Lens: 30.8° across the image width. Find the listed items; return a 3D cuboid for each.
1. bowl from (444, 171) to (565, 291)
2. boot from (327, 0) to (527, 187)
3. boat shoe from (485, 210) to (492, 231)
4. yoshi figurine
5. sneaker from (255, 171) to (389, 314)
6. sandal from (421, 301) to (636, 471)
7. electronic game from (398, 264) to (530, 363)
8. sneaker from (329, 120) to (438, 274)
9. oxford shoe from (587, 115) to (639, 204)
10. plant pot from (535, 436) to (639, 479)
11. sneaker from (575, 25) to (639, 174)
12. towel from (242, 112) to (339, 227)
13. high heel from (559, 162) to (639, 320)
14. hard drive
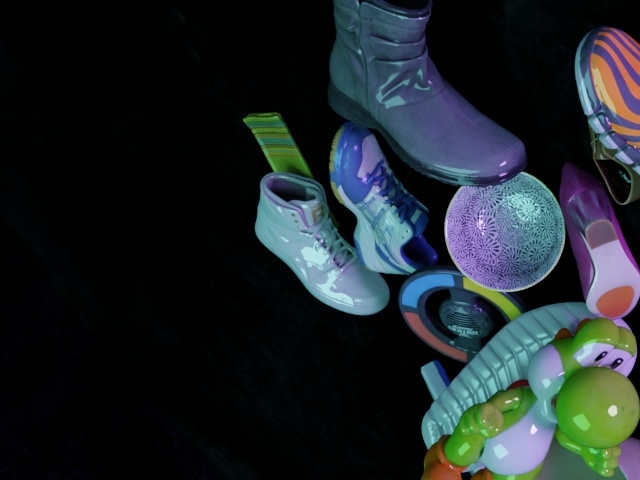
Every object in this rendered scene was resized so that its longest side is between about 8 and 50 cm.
[{"bbox_3d":[0.265,-0.018,1.613,0.170,0.080,0.170,4,98,26],"label":"bowl"},{"bbox_3d":[0.132,-0.223,1.556,0.338,0.118,0.223,29,141,27],"label":"boot"},{"bbox_3d":[0.262,-0.007,1.702,0.038,0.046,0.125,0,133,50],"label":"boat shoe"},{"bbox_3d":[0.306,0.267,1.605,0.203,0.203,0.362,49,120,20],"label":"yoshi figurine"},{"bbox_3d":[0.000,0.000,2.005,0.292,0.108,0.169,36,151,19],"label":"sneaker"},{"bbox_3d":[0.314,0.214,1.783,0.416,0.102,0.169,-38,74,37],"label":"sandal"},{"bbox_3d":[0.232,0.122,1.842,0.229,0.048,0.229,18,143,15],"label":"electronic game"},{"bbox_3d":[0.109,-0.064,1.814,0.131,0.112,0.296,12,143,33],"label":"sneaker"},{"bbox_3d":[0.348,-0.138,1.377,0.076,0.076,0.212,7,129,55],"label":"oxford shoe"},{"bbox_3d":[0.456,0.412,1.735,0.284,0.191,0.284,13,105,60],"label":"plant pot"},{"bbox_3d":[0.424,-0.119,1.261,0.321,0.124,0.180,47,151,-18],"label":"sneaker"},{"bbox_3d":[-0.051,-0.121,2.047,0.102,0.021,0.237,6,130,54],"label":"towel"},{"bbox_3d":[0.368,0.007,1.561,0.244,0.082,0.117,55,-164,-46],"label":"high heel"},{"bbox_3d":[0.271,0.378,1.989,0.210,0.040,0.319,64,180,-39],"label":"hard drive"}]
